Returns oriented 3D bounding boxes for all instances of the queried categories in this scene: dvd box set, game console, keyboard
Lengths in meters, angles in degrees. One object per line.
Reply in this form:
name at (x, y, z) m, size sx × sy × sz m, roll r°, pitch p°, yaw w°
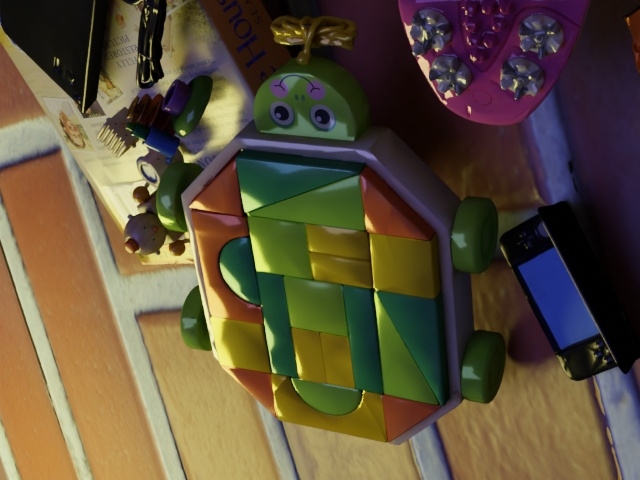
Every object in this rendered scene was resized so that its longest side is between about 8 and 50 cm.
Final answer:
dvd box set at (-0.158, -0.167, 1.059) m, size 0.307 × 0.062 × 0.420 m, roll -4°, pitch 122°, yaw 50°
game console at (0.166, 0.041, 0.870) m, size 0.107 × 0.071 × 0.122 m, roll -34°, pitch 80°, yaw 51°
keyboard at (-0.172, -0.213, 0.942) m, size 0.201 × 0.033 × 0.317 m, roll 44°, pitch 148°, yaw 15°

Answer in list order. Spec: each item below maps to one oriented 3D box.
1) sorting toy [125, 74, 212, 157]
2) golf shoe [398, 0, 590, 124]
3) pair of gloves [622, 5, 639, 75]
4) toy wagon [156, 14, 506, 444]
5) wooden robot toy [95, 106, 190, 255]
sorting toy at (-0.124, -0.099, 0.972) m, size 0.102 × 0.042 × 0.061 m, roll -25°, pitch 45°, yaw 58°
golf shoe at (0.113, -0.214, 0.705) m, size 0.115 × 0.140 × 0.306 m, roll 14°, pitch 128°, yaw 20°
pair of gloves at (0.227, -0.119, 0.769) m, size 0.083 × 0.010 × 0.074 m, roll -22°, pitch 90°, yaw 51°
toy wagon at (0.000, 0.000, 0.951) m, size 0.267 × 0.068 × 0.344 m, roll 8°, pitch 125°, yaw 24°
wooden robot toy at (-0.136, -0.024, 1.055) m, size 0.076 × 0.079 × 0.173 m, roll -12°, pitch 116°, yaw 52°
